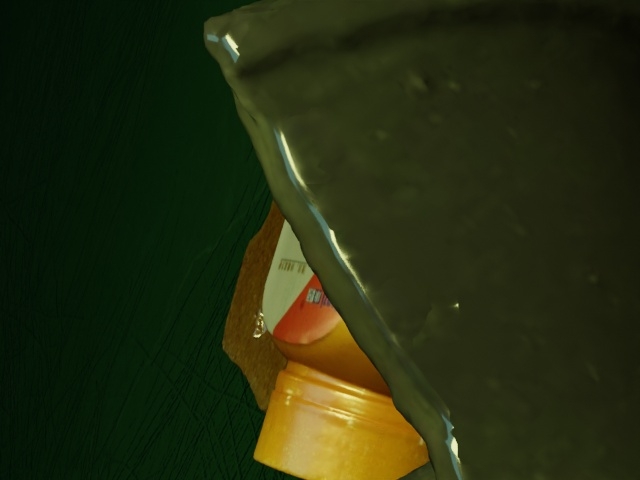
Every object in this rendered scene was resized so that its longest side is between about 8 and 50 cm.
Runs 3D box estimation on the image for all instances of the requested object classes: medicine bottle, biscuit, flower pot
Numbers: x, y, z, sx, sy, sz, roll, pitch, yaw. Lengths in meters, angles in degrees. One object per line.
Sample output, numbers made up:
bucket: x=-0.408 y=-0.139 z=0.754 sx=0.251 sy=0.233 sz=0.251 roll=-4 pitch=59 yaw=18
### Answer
medicine bottle: x=0.043 y=0.021 z=1.019 sx=0.149 sy=0.112 sz=0.222 roll=8 pitch=81 yaw=70
biscuit: x=0.002 y=0.001 z=1.256 sx=0.215 sy=0.034 sz=0.182 roll=-67 pitch=22 yaw=10
flower pot: x=0.045 y=0.118 z=0.717 sx=0.379 sy=0.379 sz=0.251 roll=-58 pitch=46 yaw=35
